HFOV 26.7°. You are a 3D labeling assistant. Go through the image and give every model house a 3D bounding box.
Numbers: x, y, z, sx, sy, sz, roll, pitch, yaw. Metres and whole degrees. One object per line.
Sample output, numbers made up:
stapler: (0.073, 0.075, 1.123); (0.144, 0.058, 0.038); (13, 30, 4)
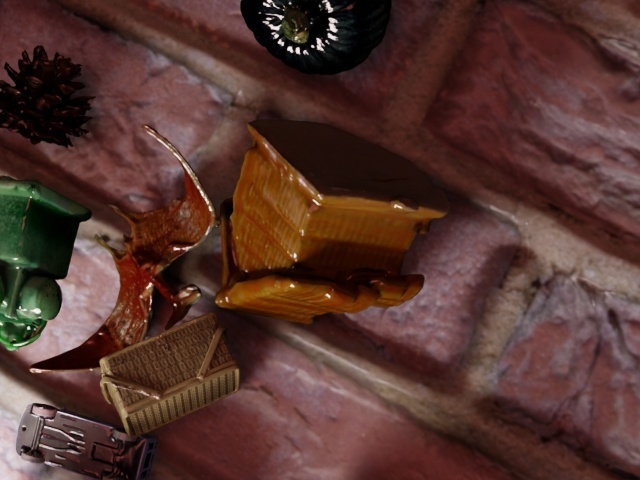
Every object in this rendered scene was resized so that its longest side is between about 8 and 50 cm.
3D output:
model house: (0.001, -0.001, 1.592); (0.219, 0.199, 0.229); (58, 134, 49)

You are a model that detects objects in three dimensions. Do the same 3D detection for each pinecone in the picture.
pinecone: (-0.351, -0.181, 1.697); (0.140, 0.140, 0.120); (22, 91, 15)

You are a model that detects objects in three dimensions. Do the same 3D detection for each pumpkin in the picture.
pumpkin: (-0.008, -0.289, 1.601); (0.150, 0.194, 0.194); (-24, 78, -30)

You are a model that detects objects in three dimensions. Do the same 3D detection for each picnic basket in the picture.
picnic basket: (-0.179, 0.162, 1.615); (0.164, 0.115, 0.079); (-23, 73, -12)

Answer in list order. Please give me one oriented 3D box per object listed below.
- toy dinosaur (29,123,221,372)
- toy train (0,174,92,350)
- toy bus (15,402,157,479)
toy dinosaur: (-0.244, 0.034, 1.652); (0.327, 0.113, 0.206); (-36, 61, 33)
toy train: (-0.427, 0.024, 1.637); (0.266, 0.145, 0.201); (6, 78, 23)
toy bus: (-0.293, 0.255, 1.685); (0.167, 0.076, 0.073); (15, 92, 13)
